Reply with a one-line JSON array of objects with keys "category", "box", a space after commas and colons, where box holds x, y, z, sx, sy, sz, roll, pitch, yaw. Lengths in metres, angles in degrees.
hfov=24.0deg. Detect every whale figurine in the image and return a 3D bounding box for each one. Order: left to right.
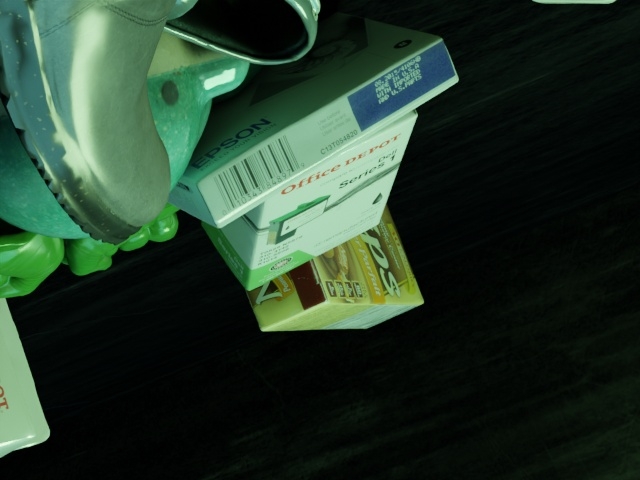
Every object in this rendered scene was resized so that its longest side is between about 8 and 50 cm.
[{"category": "whale figurine", "box": [-0.134, -0.083, 1.029, 0.216, 0.141, 0.272, -11, -174, 28]}]

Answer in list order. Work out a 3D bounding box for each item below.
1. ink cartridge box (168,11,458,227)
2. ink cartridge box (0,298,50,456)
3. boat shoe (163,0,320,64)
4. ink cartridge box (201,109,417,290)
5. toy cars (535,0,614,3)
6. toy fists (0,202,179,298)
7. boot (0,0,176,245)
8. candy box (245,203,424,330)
[{"category": "ink cartridge box", "box": [-0.044, -0.103, 1.152, 0.223, 0.045, 0.224, -33, -154, -19]}, {"category": "ink cartridge box", "box": [-0.415, 0.133, 1.444, 0.353, 0.207, 0.119, -13, 169, -40]}, {"category": "boat shoe", "box": [-0.080, -0.168, 0.838, 0.116, 0.099, 0.319, -21, 169, 19]}, {"category": "ink cartridge box", "box": [-0.015, -0.064, 1.373, 0.160, 0.092, 0.219, -27, 162, -18]}, {"category": "toy cars", "box": [0.211, -0.202, 0.954, 0.177, 0.087, 0.394, 0, -176, -18]}, {"category": "toy fists", "box": [-0.236, -0.016, 1.325, 0.279, 0.096, 0.142, -18, 171, -36]}, {"category": "boot", "box": [-0.062, -0.137, 0.705, 0.223, 0.118, 0.338, -27, 152, -5]}, {"category": "candy box", "box": [0.000, 0.000, 1.639, 0.088, 0.182, 0.316, -24, 169, 19]}]
